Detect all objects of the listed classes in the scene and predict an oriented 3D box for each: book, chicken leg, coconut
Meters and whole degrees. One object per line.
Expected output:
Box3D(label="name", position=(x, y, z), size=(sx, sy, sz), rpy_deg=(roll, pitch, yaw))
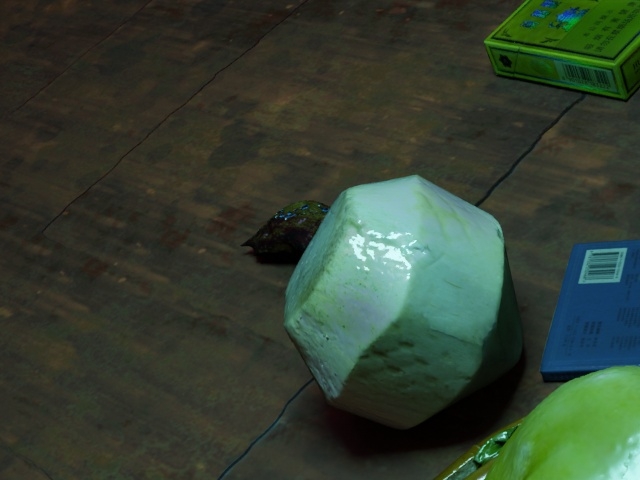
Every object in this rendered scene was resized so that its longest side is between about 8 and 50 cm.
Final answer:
Box3D(label="book", position=(0.370, 0.065, 1.539), size=(0.269, 0.025, 0.191), rpy_deg=(-5, 42, 28))
Box3D(label="chicken leg", position=(0.000, 0.000, 1.829), size=(0.105, 0.063, 0.234), rpy_deg=(-38, 34, -24))
Box3D(label="coconut", position=(0.096, 0.065, 1.542), size=(0.259, 0.259, 0.259), rpy_deg=(-17, 36, 13))

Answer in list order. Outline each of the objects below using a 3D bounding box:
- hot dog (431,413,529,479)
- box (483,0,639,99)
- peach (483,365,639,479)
Box3D(label="hot dog", position=(0.156, 0.235, 1.420), size=(0.249, 0.068, 0.100), rpy_deg=(-34, 37, -9))
Box3D(label="box", position=(0.337, -0.259, 1.940), size=(0.220, 0.064, 0.141), rpy_deg=(19, 56, 44))
Box3D(label="peach", position=(0.242, 0.263, 1.146), size=(0.315, 0.281, 0.314), rpy_deg=(-154, 87, -78))
